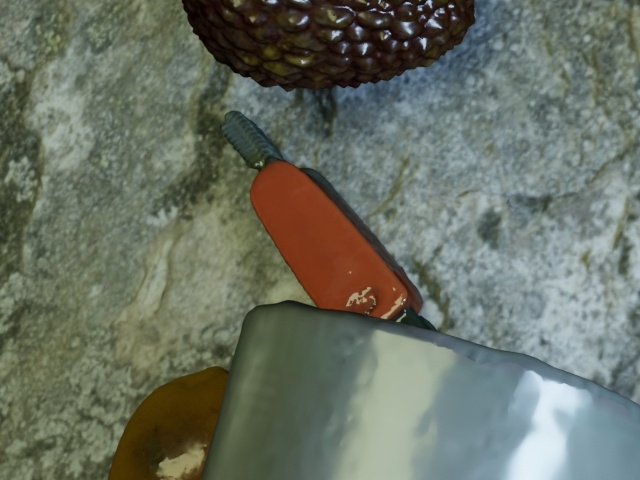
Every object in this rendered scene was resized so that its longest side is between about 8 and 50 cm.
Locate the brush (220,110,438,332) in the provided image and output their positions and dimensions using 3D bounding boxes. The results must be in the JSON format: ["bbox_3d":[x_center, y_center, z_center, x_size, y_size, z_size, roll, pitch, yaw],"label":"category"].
[{"bbox_3d":[0.000,0.000,1.504,0.070,0.051,0.323,-45,57,10],"label":"brush"}]

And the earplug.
[{"bbox_3d":[0.043,0.271,1.230,0.312,0.312,0.394,12,80,32],"label":"earplug"}]

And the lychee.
[{"bbox_3d":[0.000,-0.231,1.492,0.271,0.236,0.236,20,81,16],"label":"lychee"}]

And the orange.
[{"bbox_3d":[-0.106,0.185,1.465,0.160,0.112,0.170,1,84,29],"label":"orange"}]
